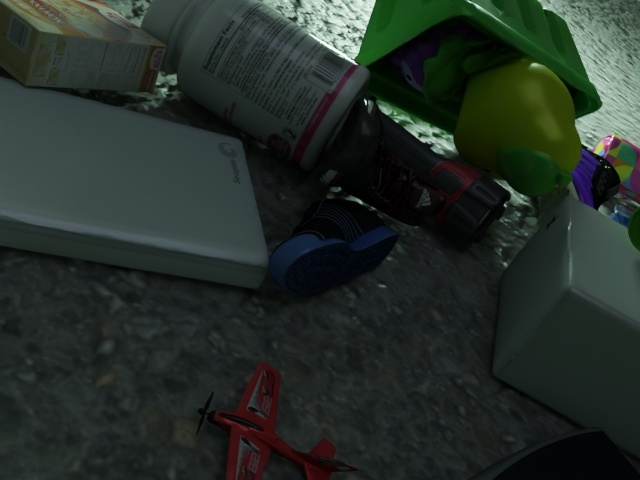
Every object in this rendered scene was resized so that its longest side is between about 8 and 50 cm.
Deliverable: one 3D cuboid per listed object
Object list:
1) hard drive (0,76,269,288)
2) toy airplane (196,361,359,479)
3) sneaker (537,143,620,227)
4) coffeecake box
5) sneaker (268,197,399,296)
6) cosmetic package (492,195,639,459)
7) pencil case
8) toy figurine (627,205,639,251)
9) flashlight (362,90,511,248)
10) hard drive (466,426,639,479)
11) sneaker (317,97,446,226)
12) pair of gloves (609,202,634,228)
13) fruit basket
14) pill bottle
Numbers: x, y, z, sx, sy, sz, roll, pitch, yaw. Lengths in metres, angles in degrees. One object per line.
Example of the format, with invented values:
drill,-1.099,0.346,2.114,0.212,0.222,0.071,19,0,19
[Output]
hard drive,-0.238,-0.069,0.811,0.352,0.047,0.233,12,38,-26
toy airplane,-0.038,0.177,0.669,0.151,0.028,0.151,20,37,-16
sneaker,0.434,-0.087,1.269,0.146,0.102,0.293,6,39,-6
coffeecake box,-0.304,-0.241,0.919,0.142,0.068,0.185,36,25,26
sneaker,0.000,0.000,0.876,0.090,0.081,0.232,40,24,21
cosmetic package,0.452,0.160,0.949,0.453,0.162,0.230,30,34,-2
pencil case,0.628,-0.116,1.495,0.236,0.104,0.104,26,34,-4
toy figurine,0.485,-0.012,0.983,0.173,0.130,0.159,14,14,19
flashlight,0.129,-0.118,1.119,0.304,0.103,0.103,41,39,21
hard drive,0.245,0.272,0.743,0.254,0.054,0.172,-6,49,-42
sneaker,0.088,-0.083,0.933,0.162,0.107,0.281,29,2,-2
pair of gloves,0.502,-0.045,1.372,0.198,0.023,0.159,34,36,5
fruit basket,0.254,-0.214,1.169,0.392,0.282,0.392,14,68,-39
pill bottle,-0.090,-0.230,1.027,0.283,0.160,0.160,32,34,2
